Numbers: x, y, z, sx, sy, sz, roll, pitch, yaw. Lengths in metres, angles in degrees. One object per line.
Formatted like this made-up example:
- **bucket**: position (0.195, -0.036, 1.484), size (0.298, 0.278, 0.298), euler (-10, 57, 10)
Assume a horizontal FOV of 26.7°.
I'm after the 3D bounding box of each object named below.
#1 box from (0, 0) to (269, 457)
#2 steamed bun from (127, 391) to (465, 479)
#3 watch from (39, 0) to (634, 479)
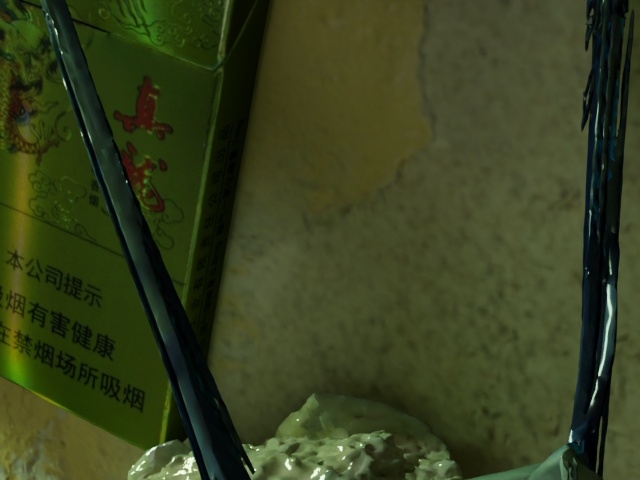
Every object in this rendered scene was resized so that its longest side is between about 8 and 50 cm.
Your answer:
- **box**: position (-0.125, -0.050, 0.723), size (0.173, 0.043, 0.311), euler (23, 118, 21)
- **steamed bun**: position (-0.033, 0.156, 0.662), size (0.225, 0.200, 0.170), euler (-5, 62, 20)
- **watch**: position (-0.012, 0.006, 0.551), size (0.276, 0.068, 0.275), euler (-2, 73, 17)
